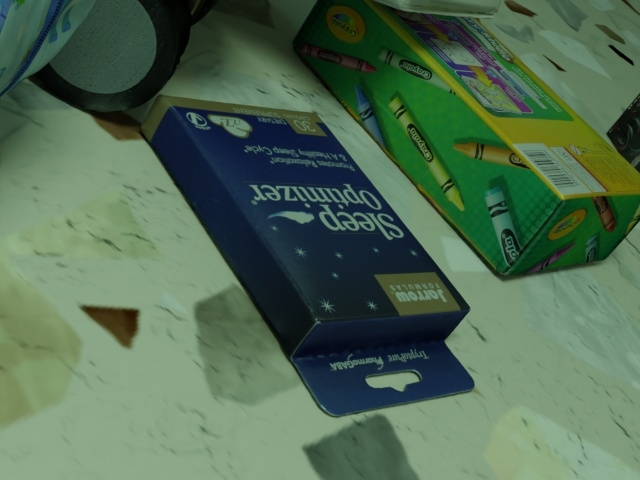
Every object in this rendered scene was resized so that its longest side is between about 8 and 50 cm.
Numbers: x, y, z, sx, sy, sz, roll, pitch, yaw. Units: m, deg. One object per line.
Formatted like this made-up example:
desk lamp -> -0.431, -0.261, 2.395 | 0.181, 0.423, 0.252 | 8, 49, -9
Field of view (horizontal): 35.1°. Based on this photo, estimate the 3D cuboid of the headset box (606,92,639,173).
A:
headset box -> 0.357, -0.113, 1.107 | 0.032, 0.062, 0.083 | 20, 34, -24

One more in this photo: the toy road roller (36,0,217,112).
toy road roller -> -0.159, -0.262, 0.612 | 0.329, 0.241, 0.202 | 29, 30, -10

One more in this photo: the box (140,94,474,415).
box -> 0.000, 0.000, 0.607 | 0.136, 0.036, 0.225 | 0, 46, -46

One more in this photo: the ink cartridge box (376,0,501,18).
ink cartridge box -> -0.011, -0.368, 0.768 | 0.395, 0.285, 0.166 | 30, 23, 27

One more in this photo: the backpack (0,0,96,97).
backpack -> -0.251, -0.193, 0.407 | 0.355, 0.290, 0.273 | 44, 23, -21

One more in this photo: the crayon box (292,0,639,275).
crayon box -> 0.124, -0.100, 0.830 | 0.165, 0.081, 0.278 | -5, 48, -49
